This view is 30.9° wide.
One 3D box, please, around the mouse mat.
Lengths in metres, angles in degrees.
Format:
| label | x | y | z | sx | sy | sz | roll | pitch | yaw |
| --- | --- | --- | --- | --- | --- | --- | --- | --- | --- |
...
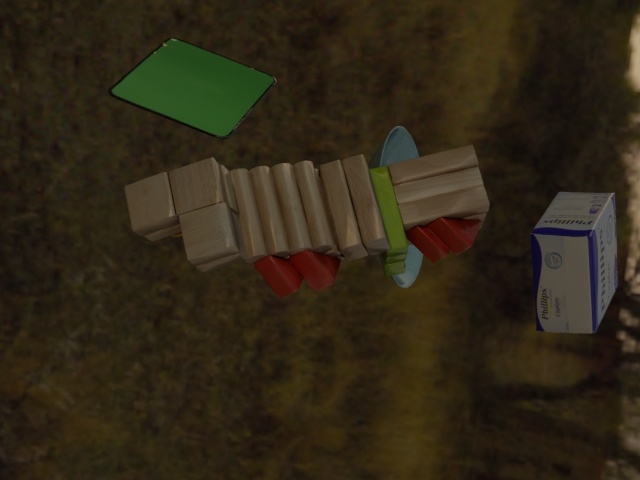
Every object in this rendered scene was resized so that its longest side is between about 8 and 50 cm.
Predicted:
| label | x | y | z | sx | sy | sz | roll | pitch | yaw |
| --- | --- | --- | --- | --- | --- | --- | --- | --- | --- |
| mouse mat | -0.148 | -0.183 | 1.376 | 0.190 | 0.152 | 0.007 | -59 | 169 | -54 |

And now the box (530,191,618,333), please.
| label | x | y | z | sx | sy | sz | roll | pitch | yaw |
| --- | --- | --- | --- | --- | --- | --- | --- | --- | --- |
| box | 0.298 | 0.024 | 1.351 | 0.137 | 0.072 | 0.126 | -43 | 131 | -55 |

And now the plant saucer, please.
| label | x | y | z | sx | sy | sz | roll | pitch | yaw |
| --- | --- | --- | --- | --- | --- | --- | --- | --- | --- |
| plant saucer | 0.084 | -0.039 | 1.395 | 0.195 | 0.037 | 0.195 | -2 | 90 | -70 |

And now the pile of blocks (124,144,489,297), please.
| label | x | y | z | sx | sy | sz | roll | pitch | yaw |
| --- | --- | --- | --- | --- | --- | --- | --- | --- | --- |
| pile of blocks | 0.000 | 0.000 | 1.061 | 0.149 | 0.362 | 0.113 | 133 | -52 | -58 |
